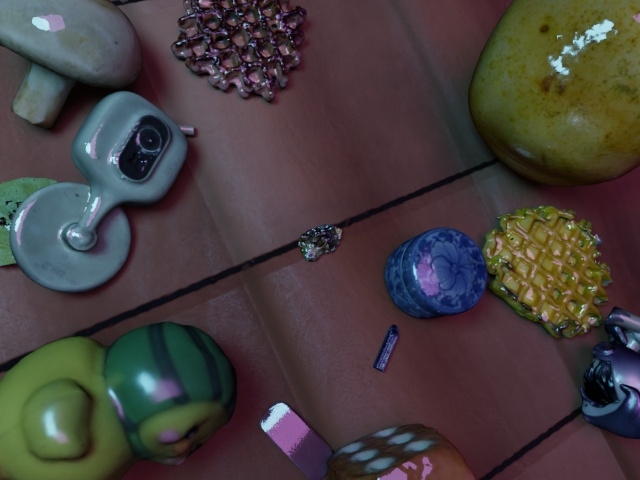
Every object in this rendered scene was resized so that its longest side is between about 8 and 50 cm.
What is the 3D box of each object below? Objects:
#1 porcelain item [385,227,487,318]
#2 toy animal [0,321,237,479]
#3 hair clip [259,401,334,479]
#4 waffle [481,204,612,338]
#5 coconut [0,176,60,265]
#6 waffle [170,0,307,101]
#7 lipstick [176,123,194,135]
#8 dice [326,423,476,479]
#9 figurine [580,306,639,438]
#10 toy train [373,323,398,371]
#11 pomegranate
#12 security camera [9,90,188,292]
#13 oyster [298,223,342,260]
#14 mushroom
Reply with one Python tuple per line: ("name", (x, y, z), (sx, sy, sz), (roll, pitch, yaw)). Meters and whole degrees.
("porcelain item", (0.196, 0.057, 0.796), (0.147, 0.114, 0.147), (4, 77, -17))
("toy animal", (-0.274, 0.207, 0.586), (0.339, 0.216, 0.191), (-17, 57, -22))
("hair clip", (-0.033, 0.310, 0.722), (0.054, 0.022, 0.137), (-44, 92, -17))
("waffle", (0.441, 0.059, 0.896), (0.281, 0.060, 0.262), (-8, 80, -18))
("coconut", (-0.420, -0.034, 0.667), (0.133, 0.055, 0.158), (48, 69, -4))
("waffle", (-0.135, -0.367, 0.826), (0.221, 0.055, 0.234), (21, 78, -13))
("lipstick", (-0.255, -0.183, 0.766), (0.094, 0.019, 0.018), (0, 78, -17))
("dice", (0.121, 0.377, 0.674), (0.174, 0.175, 0.179), (-14, 79, -18))
("figurine", (0.565, 0.249, 0.854), (0.145, 0.145, 0.222), (32, 70, -8))
("toy train", (0.114, 0.181, 0.796), (0.017, 0.017, 0.083), (30, 71, -9))
("pomegranate", (0.473, -0.281, 0.801), (0.417, 0.417, 0.416), (4, 77, -16))
("security camera", (-0.306, -0.067, 0.670), (0.157, 0.080, 0.301), (38, 66, -39))
("oyster", (0.003, -0.001, 0.802), (0.083, 0.019, 0.054), (-26, 86, -20))
("mushroom", (-0.376, -0.261, 0.675), (0.207, 0.207, 0.215), (28, 103, -9))
